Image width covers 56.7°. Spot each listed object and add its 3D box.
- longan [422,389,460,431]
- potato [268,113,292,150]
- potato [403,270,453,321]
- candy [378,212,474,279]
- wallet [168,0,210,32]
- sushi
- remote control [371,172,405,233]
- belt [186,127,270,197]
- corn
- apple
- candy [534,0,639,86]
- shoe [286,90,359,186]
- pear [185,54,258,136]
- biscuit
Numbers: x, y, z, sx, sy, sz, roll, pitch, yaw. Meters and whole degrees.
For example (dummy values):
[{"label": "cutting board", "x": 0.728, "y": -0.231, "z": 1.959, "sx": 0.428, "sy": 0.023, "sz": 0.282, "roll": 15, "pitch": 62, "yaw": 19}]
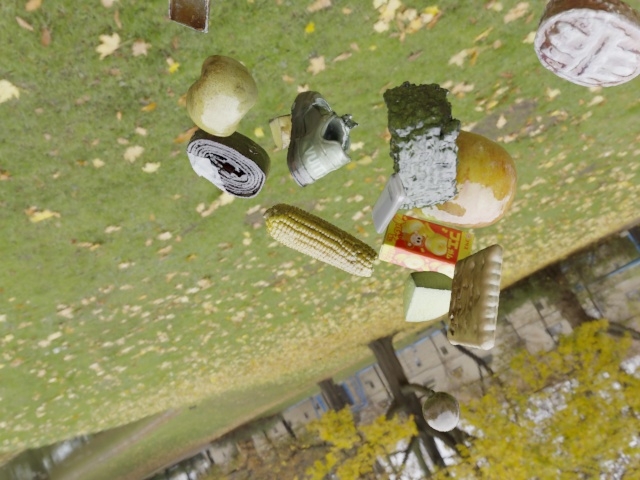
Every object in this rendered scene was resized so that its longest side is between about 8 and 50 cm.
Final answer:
[{"label": "longan", "x": 0.321, "y": 0.451, "z": 1.578, "sx": 0.092, "sy": 0.113, "sz": 0.113, "roll": -16, "pitch": 164, "yaw": -37}, {"label": "potato", "x": -0.111, "y": -0.336, "z": 1.839, "sx": 0.066, "sy": 0.103, "sz": 0.096, "roll": -17, "pitch": -167, "yaw": -19}, {"label": "potato", "x": 0.295, "y": 0.152, "z": 1.587, "sx": 0.149, "sy": 0.081, "sz": 0.120, "roll": 7, "pitch": 124, "yaw": -12}, {"label": "candy", "x": 0.332, "y": 0.020, "z": 1.862, "sx": 0.088, "sy": 0.276, "sz": 0.146, "roll": 98, "pitch": 8, "yaw": -52}, {"label": "wallet", "x": -0.308, "y": -0.626, "z": 1.415, "sx": 0.031, "sy": 0.122, "sz": 0.232, "roll": -49, "pitch": 158, "yaw": -48}, {"label": "sushi", "x": 0.274, "y": -0.270, "z": 1.633, "sx": 0.178, "sy": 0.294, "sz": 0.352, "roll": -8, "pitch": 146, "yaw": 5}, {"label": "remote control", "x": 0.159, "y": -0.083, "z": 1.386, "sx": 0.029, "sy": 0.067, "sz": 0.261, "roll": -12, "pitch": 165, "yaw": -9}, {"label": "belt", "x": -0.308, "y": -0.279, "z": 2.011, "sx": 0.184, "sy": 0.289, "sz": 0.164, "roll": -47, "pitch": -160, "yaw": 35}, {"label": "corn", "x": 0.000, "y": 0.000, "z": 1.731, "sx": 0.120, "sy": 0.363, "sz": 0.120, "roll": -61, "pitch": -173, "yaw": 12}, {"label": "apple", "x": 0.478, "y": -0.224, "z": 2.050, "sx": 0.400, "sy": 0.334, "sz": 0.400, "roll": 5, "pitch": -166, "yaw": -1}, {"label": "candy", "x": 0.690, "y": -0.515, "z": 1.514, "sx": 0.214, "sy": 0.289, "sz": 0.157, "roll": 122, "pitch": -12, "yaw": -57}, {"label": "shoe", "x": 0.018, "y": -0.241, "z": 1.278, "sx": 0.149, "sy": 0.293, "sz": 0.109, "roll": -17, "pitch": 133, "yaw": 24}, {"label": "pear", "x": -0.218, "y": -0.313, "z": 1.296, "sx": 0.167, "sy": 0.136, "sz": 0.167, "roll": -45, "pitch": -152, "yaw": 31}, {"label": "biscuit", "x": 0.333, "y": 0.130, "z": 1.313, "sx": 0.044, "sy": 0.217, "sz": 0.325, "roll": 6, "pitch": 173, "yaw": 1}]
